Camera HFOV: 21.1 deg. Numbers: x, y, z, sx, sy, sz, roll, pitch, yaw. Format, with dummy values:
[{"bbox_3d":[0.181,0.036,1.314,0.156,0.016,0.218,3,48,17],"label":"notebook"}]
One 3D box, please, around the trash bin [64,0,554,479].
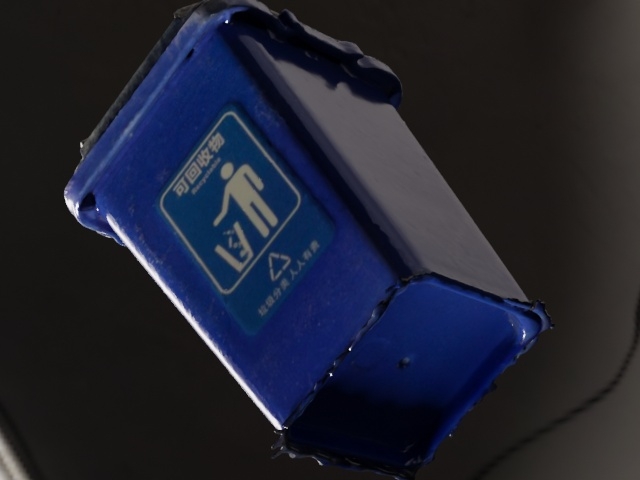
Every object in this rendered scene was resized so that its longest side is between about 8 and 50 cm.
[{"bbox_3d":[0.000,0.000,0.900,0.184,0.234,0.162,19,115,-45],"label":"trash bin"}]
